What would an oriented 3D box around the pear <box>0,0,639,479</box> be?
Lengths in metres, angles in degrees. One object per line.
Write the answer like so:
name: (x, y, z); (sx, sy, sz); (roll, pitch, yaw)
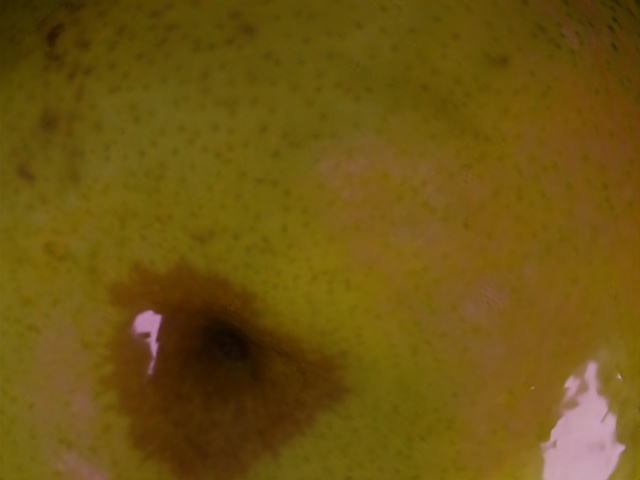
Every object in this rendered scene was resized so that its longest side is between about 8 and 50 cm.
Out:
pear: (0.000, 0.000, 0.814); (0.391, 0.391, 0.391); (-48, 173, -7)
